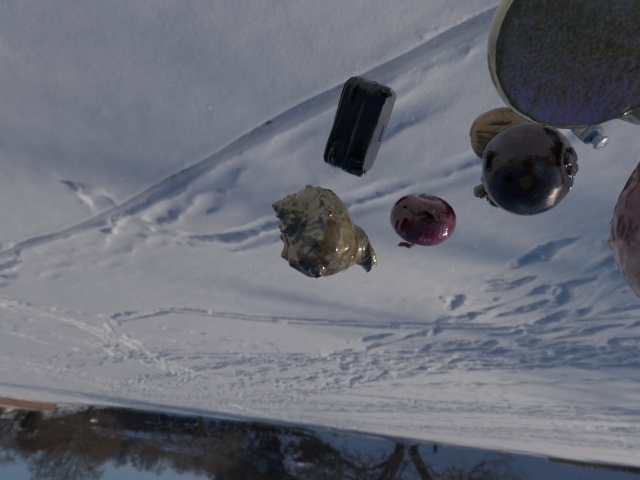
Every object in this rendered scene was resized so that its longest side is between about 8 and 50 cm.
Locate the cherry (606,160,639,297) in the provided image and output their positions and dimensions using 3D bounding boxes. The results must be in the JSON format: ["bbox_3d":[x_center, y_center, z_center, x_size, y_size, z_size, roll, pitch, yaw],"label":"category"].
[{"bbox_3d":[0.449,0.009,0.334,0.335,0.326,0.291,-26,167,39],"label":"cherry"}]

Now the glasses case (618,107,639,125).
[{"bbox_3d":[0.864,-0.416,1.218,0.125,0.327,0.076,31,106,-39],"label":"glasses case"}]

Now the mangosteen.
[{"bbox_3d":[0.650,-0.229,1.385,0.359,0.306,0.306,-5,153,45],"label":"mangosteen"}]

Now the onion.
[{"bbox_3d":[0.281,-0.056,1.138,0.177,0.153,0.177,-15,-168,3],"label":"onion"}]

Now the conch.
[{"bbox_3d":[-0.008,0.007,1.041,0.324,0.186,0.263,48,157,-23],"label":"conch"}]

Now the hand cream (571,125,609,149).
[{"bbox_3d":[0.558,-0.264,0.904,0.043,0.171,0.065,-28,145,12],"label":"hand cream"}]

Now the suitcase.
[{"bbox_3d":[0.164,-0.432,1.591,0.188,0.345,0.339,21,-161,13],"label":"suitcase"}]

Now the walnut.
[{"bbox_3d":[0.707,-0.399,1.588,0.261,0.225,0.225,9,154,8],"label":"walnut"}]

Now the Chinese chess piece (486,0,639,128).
[{"bbox_3d":[0.398,-0.307,0.631,0.270,0.112,0.270,10,121,17],"label":"Chinese chess piece"}]
